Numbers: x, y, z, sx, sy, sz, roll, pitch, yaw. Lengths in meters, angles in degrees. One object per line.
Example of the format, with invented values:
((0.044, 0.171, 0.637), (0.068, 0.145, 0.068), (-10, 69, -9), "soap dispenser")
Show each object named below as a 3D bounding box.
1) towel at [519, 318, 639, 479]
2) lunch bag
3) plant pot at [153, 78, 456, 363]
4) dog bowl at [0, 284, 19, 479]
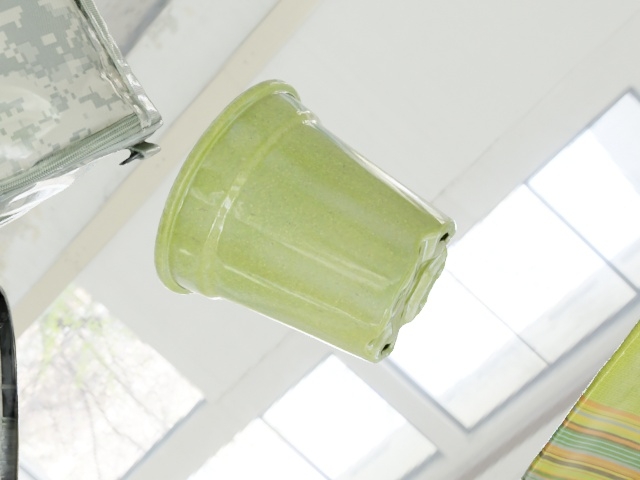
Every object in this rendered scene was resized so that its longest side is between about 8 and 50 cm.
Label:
((0.222, 0.090, 0.593), (0.237, 0.102, 0.021), (-59, -148, 19), "towel")
((-0.295, -0.159, 0.742), (0.256, 0.305, 0.212), (-25, -171, 15), "lunch bag")
((0.000, 0.000, 1.031), (0.276, 0.254, 0.276), (-52, 162, -24), "plant pot")
((-0.349, 0.232, 0.730), (0.408, 0.150, 0.408), (-24, -116, 61), "dog bowl")
